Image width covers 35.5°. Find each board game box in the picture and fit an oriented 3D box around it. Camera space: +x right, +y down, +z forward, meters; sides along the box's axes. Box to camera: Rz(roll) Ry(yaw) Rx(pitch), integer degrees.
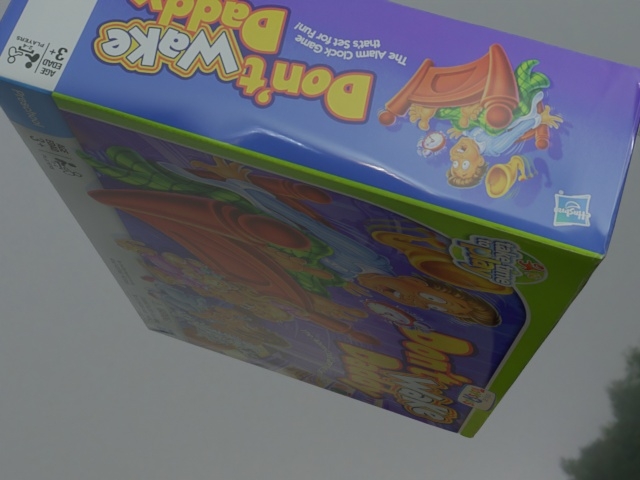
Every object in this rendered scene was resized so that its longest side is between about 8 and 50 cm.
[{"bbox_3d":[0.000,0.000,0.516,0.347,0.233,0.078,86,-158,-69],"label":"board game box"}]

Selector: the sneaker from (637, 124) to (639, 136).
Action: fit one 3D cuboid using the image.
[{"bbox_3d":[0.347,-0.120,0.705,0.115,0.105,0.281,22,-22,-29],"label":"sneaker"}]
